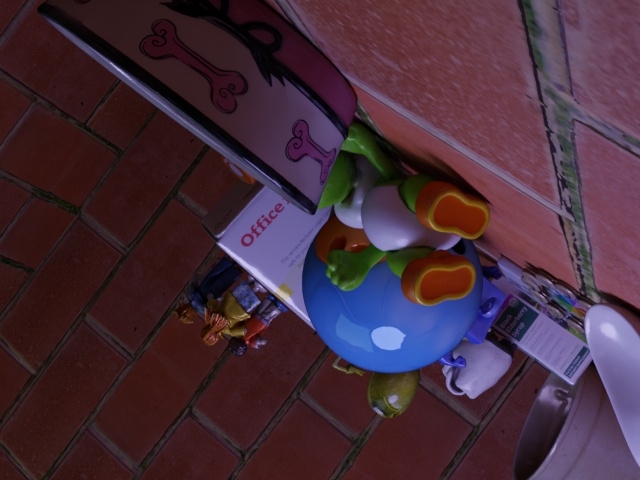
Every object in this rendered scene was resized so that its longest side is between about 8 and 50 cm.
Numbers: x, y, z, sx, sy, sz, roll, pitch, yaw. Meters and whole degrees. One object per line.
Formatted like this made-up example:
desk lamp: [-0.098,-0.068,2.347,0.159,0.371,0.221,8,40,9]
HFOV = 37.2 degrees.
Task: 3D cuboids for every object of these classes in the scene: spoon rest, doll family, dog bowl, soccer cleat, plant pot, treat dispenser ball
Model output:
spoon rest: [0.413,0.205,1.205,0.276,0.084,0.137,62,164,2]
doll family: [-0.202,0.116,1.869,0.263,0.163,0.118,42,178,41]
dog bowl: [-0.130,-0.207,1.155,0.408,0.150,0.408,36,179,0]
soccer cleat: [0.281,0.224,1.850,0.116,0.143,0.331,37,179,0]
plant pot: [0.637,0.453,2.105,0.305,0.334,0.334,25,179,3]
treat dispenser ball: [0.113,0.067,1.522,0.288,0.288,0.288,36,179,1]

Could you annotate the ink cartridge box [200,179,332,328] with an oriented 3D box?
ink cartridge box: [0.000,0.000,1.877,0.385,0.279,0.160,44,177,-25]

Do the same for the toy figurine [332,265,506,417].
toy figurine: [0.213,0.131,1.673,0.191,0.362,0.217,45,152,-21]

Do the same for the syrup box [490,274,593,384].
syrup box: [0.408,0.170,1.812,0.237,0.093,0.096,37,180,17]

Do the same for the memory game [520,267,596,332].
memory game: [0.379,0.104,1.434,0.186,0.012,0.186,38,172,6]

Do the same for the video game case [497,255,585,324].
video game case: [0.370,0.090,1.578,0.157,0.019,0.143,36,179,24]

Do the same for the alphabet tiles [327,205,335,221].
alphabet tiles: [0.070,-0.003,1.699,0.009,0.237,0.198,6,161,38]

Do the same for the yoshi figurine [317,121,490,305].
yoshi figurine: [0.058,-0.054,1.307,0.203,0.203,0.362,56,171,-34]

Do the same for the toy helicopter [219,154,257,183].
toy helicopter: [-0.110,-0.223,1.573,0.235,0.140,0.355,46,165,-18]
